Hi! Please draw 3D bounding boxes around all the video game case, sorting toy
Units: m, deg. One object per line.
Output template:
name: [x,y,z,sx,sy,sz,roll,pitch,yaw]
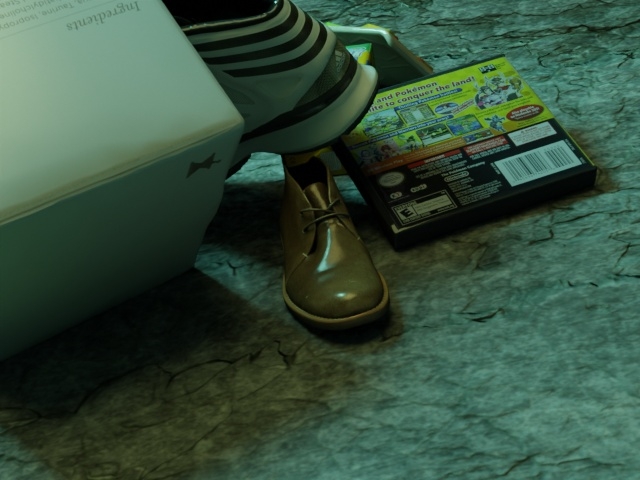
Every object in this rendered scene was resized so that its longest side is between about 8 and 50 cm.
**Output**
video game case: [0.167,-0.119,1.647,0.275,0.035,0.248,-18,49,-13]
sorting toy: [0.078,-0.282,1.961,0.208,0.193,0.038,16,80,40]

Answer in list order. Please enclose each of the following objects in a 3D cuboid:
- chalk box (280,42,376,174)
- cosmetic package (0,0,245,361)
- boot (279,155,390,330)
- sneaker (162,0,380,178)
chalk box: [0.016,-0.192,1.837,0.132,0.132,0.213,-6,28,11]
cosmetic package: [-0.343,-0.134,1.453,0.327,0.329,0.393,-25,70,-28]
boot: [0.000,0.000,1.482,0.112,0.115,0.305,-13,27,-7]
sneaker: [-0.166,-0.205,1.621,0.447,0.257,0.169,-17,40,39]
